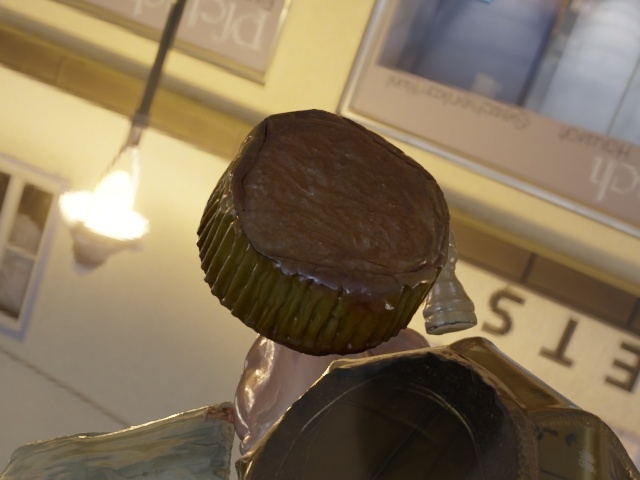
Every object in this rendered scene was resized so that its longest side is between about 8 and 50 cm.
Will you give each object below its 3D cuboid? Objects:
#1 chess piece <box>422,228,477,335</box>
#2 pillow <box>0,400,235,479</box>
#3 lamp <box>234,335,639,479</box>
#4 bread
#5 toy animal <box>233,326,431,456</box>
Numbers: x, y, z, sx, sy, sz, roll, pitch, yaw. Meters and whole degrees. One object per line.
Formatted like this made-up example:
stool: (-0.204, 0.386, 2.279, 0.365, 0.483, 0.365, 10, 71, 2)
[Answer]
chess piece: (0.147, 0.048, 1.379, 0.066, 0.122, 0.066, -8, 166, -2)
pillow: (-0.186, 0.208, 1.045, 0.229, 0.050, 0.128, -13, -154, 3)
lamp: (0.056, 0.134, 0.447, 0.161, 0.161, 0.185, 39, 170, 48)
bread: (0.000, 0.000, 0.393, 0.085, 0.053, 0.085, 11, -129, -14)
toy animal: (0.023, 0.150, 1.036, 0.198, 0.171, 0.171, 34, -175, -39)
